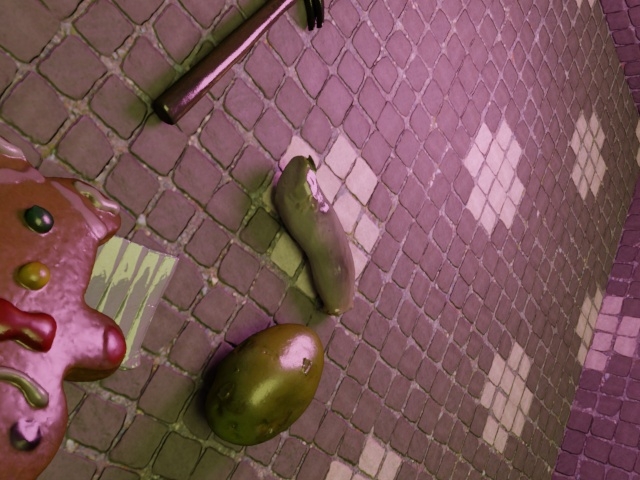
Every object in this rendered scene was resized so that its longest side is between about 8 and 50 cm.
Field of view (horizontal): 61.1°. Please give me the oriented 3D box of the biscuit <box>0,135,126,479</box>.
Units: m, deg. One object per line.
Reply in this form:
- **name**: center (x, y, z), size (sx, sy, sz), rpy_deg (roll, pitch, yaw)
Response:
- **biscuit**: center (-0.332, 0.062, 0.604), size (0.283, 0.064, 0.432), rpy_deg (34, 34, -41)

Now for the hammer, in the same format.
- **hammer**: center (-0.137, -0.360, 0.955), size (0.440, 0.044, 0.168), rpy_deg (-53, 124, -26)

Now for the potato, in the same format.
- **potato**: center (-0.089, 0.255, 0.968), size (0.253, 0.148, 0.186), rpy_deg (-43, 118, -32)

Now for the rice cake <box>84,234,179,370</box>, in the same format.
- **rice cake**: center (-0.322, 0.090, 0.813), size (0.189, 0.037, 0.198), rpy_deg (25, 75, -41)

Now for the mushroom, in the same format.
- **mushroom**: center (0.002, 0.000, 1.075), size (0.109, 0.097, 0.351), rpy_deg (-40, 121, -33)
